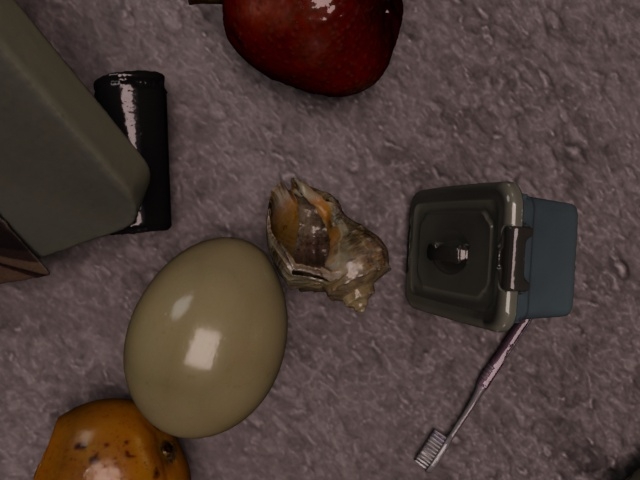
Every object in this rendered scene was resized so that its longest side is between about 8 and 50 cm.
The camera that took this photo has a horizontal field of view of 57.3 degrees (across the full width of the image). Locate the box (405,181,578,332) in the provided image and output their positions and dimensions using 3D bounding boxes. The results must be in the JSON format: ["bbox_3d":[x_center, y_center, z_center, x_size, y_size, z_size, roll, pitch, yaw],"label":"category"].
[{"bbox_3d":[0.195,0.016,0.711,0.130,0.227,0.162,3,90,-19],"label":"box"}]

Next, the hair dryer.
[{"bbox_3d":[-0.314,-0.103,0.746,0.251,0.089,0.197,-3,94,5],"label":"hair dryer"}]

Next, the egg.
[{"bbox_3d":[-0.133,0.113,0.702,0.186,0.186,0.241,16,80,-4],"label":"egg"}]

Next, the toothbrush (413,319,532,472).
[{"bbox_3d":[0.238,0.168,0.811,0.029,0.024,0.354,34,89,4],"label":"toothbrush"}]

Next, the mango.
[{"bbox_3d":[-0.267,0.335,0.714,0.191,0.160,0.290,25,93,-13],"label":"mango"}]

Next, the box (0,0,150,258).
[{"bbox_3d":[-0.416,-0.111,0.590,0.367,0.090,0.373,-16,135,16],"label":"box"}]

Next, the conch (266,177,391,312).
[{"bbox_3d":[0.000,0.000,0.733,0.130,0.155,0.207,-31,74,19],"label":"conch"}]

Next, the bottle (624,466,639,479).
[{"bbox_3d":[0.422,0.395,0.787,0.233,0.110,0.110,-40,94,-2],"label":"bottle"}]

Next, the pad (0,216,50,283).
[{"bbox_3d":[-0.457,-0.050,0.585,0.220,0.004,0.330,-11,135,11],"label":"pad"}]

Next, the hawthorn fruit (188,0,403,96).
[{"bbox_3d":[-0.034,-0.295,0.696,0.266,0.210,0.230,8,94,7],"label":"hawthorn fruit"}]
